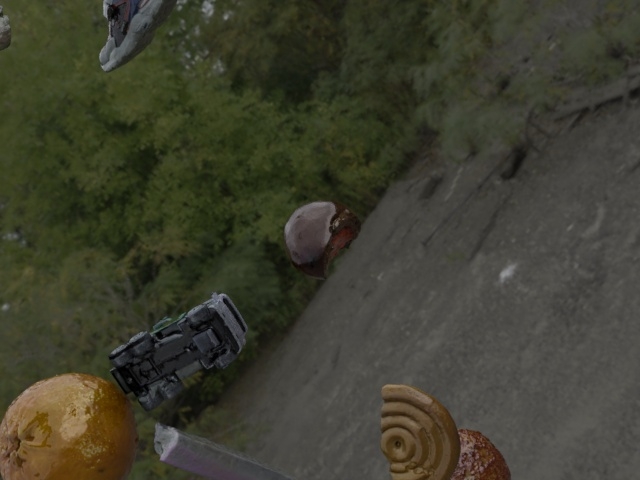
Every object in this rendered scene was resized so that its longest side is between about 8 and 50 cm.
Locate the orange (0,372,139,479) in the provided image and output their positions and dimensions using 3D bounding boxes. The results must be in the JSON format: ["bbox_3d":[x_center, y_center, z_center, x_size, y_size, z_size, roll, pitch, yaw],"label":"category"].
[{"bbox_3d":[-0.610,0.484,1.792,0.340,0.340,0.293,-51,-35,16],"label":"orange"}]

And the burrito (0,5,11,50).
[{"bbox_3d":[-0.505,-0.286,1.103,0.041,0.055,0.149,-5,42,40],"label":"burrito"}]

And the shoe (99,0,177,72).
[{"bbox_3d":[-0.365,-0.412,1.381,0.227,0.125,0.099,-40,15,32],"label":"shoe"}]

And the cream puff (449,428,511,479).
[{"bbox_3d":[0.291,0.523,1.590,0.240,0.240,0.164,-51,28,18],"label":"cream puff"}]

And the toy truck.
[{"bbox_3d":[-0.350,0.259,1.803,0.364,0.176,0.178,-28,12,19],"label":"toy truck"}]

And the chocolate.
[{"bbox_3d":[0.000,0.000,1.214,0.127,0.124,0.133,-8,12,14],"label":"chocolate"}]

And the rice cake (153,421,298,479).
[{"bbox_3d":[-0.189,0.483,1.591,0.064,0.399,0.070,17,76,54],"label":"rice cake"}]

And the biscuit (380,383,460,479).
[{"bbox_3d":[0.180,0.372,1.359,0.033,0.145,0.224,-36,-56,-71],"label":"biscuit"}]
